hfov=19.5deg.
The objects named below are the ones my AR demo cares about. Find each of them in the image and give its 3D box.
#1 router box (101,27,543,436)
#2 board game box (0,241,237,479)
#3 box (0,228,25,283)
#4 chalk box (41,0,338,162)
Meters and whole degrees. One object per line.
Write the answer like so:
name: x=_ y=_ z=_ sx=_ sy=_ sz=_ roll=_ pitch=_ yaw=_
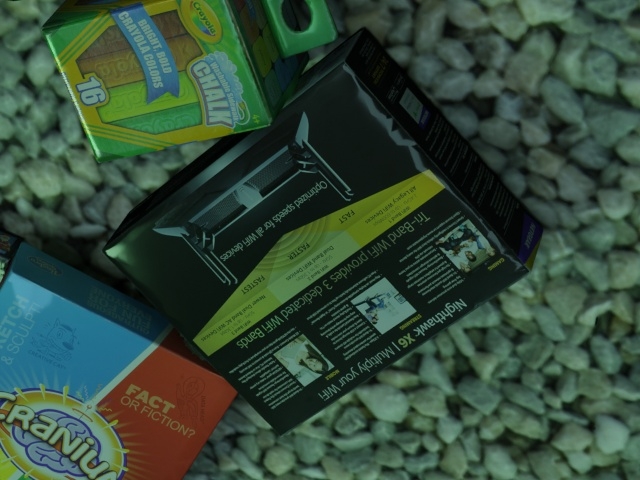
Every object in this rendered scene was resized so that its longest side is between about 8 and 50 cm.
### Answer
router box: x=0.000 y=0.000 z=1.636 sx=0.309 sy=0.081 sz=0.243 roll=-35 pitch=104 yaw=29
board game box: x=-0.251 y=0.188 z=1.772 sx=0.242 sy=0.064 sz=0.316 roll=27 pitch=114 yaw=-11
box: x=-0.414 y=0.027 z=1.788 sx=0.233 sy=0.044 sz=0.159 roll=22 pitch=122 yaw=3
chalk box: x=-0.095 y=-0.166 z=1.540 sx=0.213 sy=0.132 sz=0.132 roll=-12 pitch=115 yaw=21
